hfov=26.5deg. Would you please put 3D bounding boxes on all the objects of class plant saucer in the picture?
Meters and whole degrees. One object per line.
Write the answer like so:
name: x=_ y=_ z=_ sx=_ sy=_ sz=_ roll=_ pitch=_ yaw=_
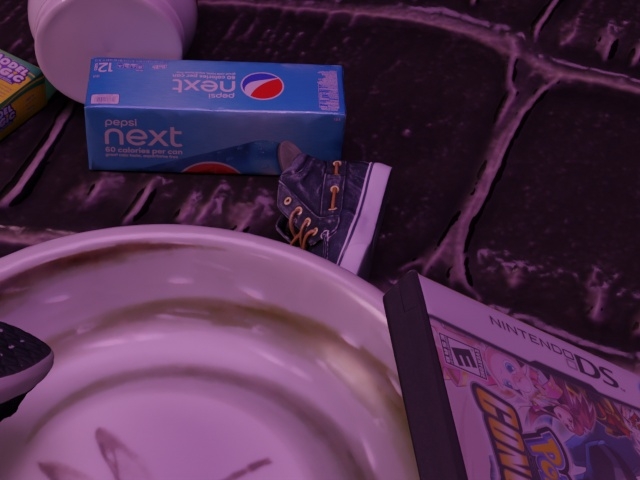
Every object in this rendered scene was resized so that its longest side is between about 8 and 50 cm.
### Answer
plant saucer: x=-0.097 y=0.159 z=0.835 sx=0.400 sy=0.101 sz=0.400 roll=3 pitch=45 yaw=-3

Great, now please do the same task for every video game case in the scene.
video game case: x=0.161 y=0.165 z=0.811 sx=0.248 sy=0.035 sz=0.275 roll=25 pitch=36 yaw=-30

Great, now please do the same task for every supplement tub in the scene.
supplement tub: x=-0.178 y=-0.224 z=1.186 sx=0.144 sy=0.144 sz=0.200 roll=1 pitch=44 yaw=-4

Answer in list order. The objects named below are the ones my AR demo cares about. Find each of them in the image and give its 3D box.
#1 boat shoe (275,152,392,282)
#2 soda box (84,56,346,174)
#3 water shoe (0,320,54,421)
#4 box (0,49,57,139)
boat shoe: x=0.000 y=0.000 z=1.039 sx=0.083 sy=0.065 sz=0.183 roll=10 pitch=38 yaw=6
soda box: x=-0.086 y=-0.101 z=1.122 sx=0.210 sy=0.071 sz=0.067 roll=2 pitch=45 yaw=-4
water shoe: x=-0.228 y=0.104 z=0.761 sx=0.073 sy=0.080 sz=0.203 roll=27 pitch=23 yaw=16
box: x=-0.310 y=-0.114 z=1.136 sx=0.105 sy=0.043 sz=0.179 roll=26 pitch=46 yaw=19
